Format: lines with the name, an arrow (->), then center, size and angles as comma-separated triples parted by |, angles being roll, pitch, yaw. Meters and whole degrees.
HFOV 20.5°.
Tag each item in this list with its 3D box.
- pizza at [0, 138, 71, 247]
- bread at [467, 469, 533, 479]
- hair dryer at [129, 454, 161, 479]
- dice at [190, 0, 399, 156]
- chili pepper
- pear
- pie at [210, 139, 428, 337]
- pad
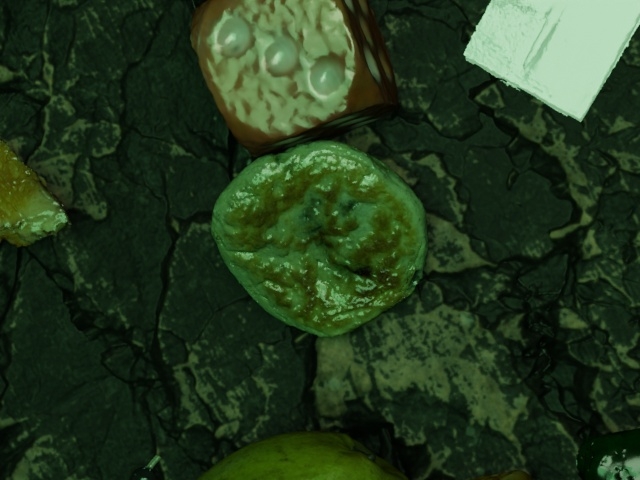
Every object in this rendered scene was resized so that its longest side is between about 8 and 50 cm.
pizza -> -0.392, -0.045, 2.049 | 0.226, 0.069, 0.147 | -12, 68, 10
bread -> 0.192, 0.399, 1.877 | 0.132, 0.167, 0.294 | -12, 89, 13
hair dryer -> -0.222, 0.350, 2.031 | 0.124, 0.071, 0.219 | 21, 88, 10
dice -> -0.026, -0.192, 1.900 | 0.174, 0.175, 0.179 | -19, 92, 13
chili pepper -> 0.393, 0.269, 1.832 | 0.261, 0.174, 0.165 | 0, 68, 14
pear -> -0.044, 0.338, 1.888 | 0.253, 0.253, 0.307 | 40, 96, 9
pie -> 0.000, 0.000, 1.926 | 0.241, 0.054, 0.240 | 1, 117, 2
pad -> 0.272, -0.262, 1.913 | 0.156, 0.004, 0.232 | 29, 99, 10
